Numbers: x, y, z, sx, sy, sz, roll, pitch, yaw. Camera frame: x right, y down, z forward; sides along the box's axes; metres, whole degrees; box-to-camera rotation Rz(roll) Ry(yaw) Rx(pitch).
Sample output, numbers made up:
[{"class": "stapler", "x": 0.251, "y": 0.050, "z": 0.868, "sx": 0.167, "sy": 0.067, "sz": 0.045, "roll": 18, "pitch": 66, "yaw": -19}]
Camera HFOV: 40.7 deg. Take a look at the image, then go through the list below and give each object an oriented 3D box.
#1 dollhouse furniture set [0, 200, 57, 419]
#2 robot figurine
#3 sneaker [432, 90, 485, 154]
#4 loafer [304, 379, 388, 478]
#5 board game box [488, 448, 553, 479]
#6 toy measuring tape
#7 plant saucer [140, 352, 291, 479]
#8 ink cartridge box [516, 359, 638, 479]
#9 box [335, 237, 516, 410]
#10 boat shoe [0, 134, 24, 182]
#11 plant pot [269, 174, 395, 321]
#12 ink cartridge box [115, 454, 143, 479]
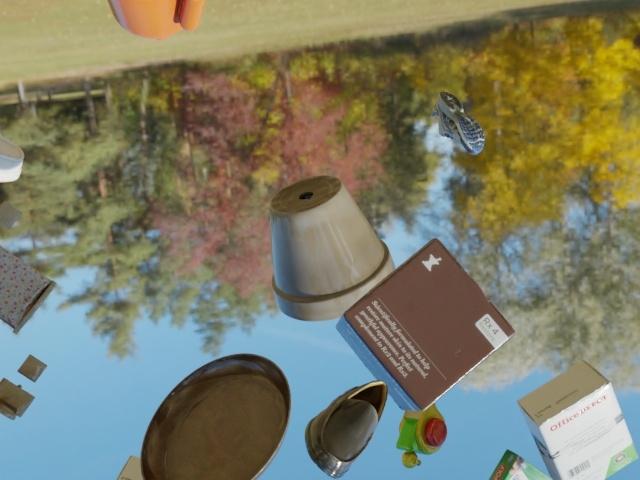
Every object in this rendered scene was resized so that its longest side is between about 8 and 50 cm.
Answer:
[{"class": "dollhouse furniture set", "x": -0.641, "y": 0.145, "z": 1.790, "sx": 0.355, "sy": 0.303, "sz": 0.174, "roll": -55, "pitch": -163, "yaw": -12}, {"class": "robot figurine", "x": -0.219, "y": -0.344, "z": 1.102, "sx": 0.128, "sy": 0.158, "sz": 0.219, "roll": -15, "pitch": 165, "yaw": -4}, {"class": "sneaker", "x": 0.241, "y": -0.197, "z": 1.521, "sx": 0.052, "sy": 0.135, "sz": 0.058, "roll": -5, "pitch": 145, "yaw": -34}, {"class": "loafer", "x": 0.030, "y": 0.188, "z": 0.895, "sx": 0.061, "sy": 0.062, "sz": 0.170, "roll": -46, "pitch": -179, "yaw": 17}, {"class": "board game box", "x": 0.490, "y": 0.650, "z": 2.000, "sx": 0.317, "sy": 0.213, "sz": 0.046, "roll": 38, "pitch": 171, "yaw": -26}, {"class": "toy measuring tape", "x": 0.277, "y": 0.418, "z": 2.155, "sx": 0.121, "sy": 0.121, "sz": 0.330, "roll": 2, "pitch": -122, "yaw": 38}, {"class": "plant saucer", "x": -0.180, "y": 0.343, "z": 1.538, "sx": 0.310, "sy": 0.050, "sz": 0.311, "roll": -19, "pitch": -139, "yaw": 17}, {"class": "ink cartridge box", "x": 0.490, "y": 0.360, "z": 1.643, "sx": 0.160, "sy": 0.219, "sz": 0.092, "roll": -30, "pitch": -152, "yaw": -4}, {"class": "box", "x": 0.138, "y": 0.125, "z": 1.214, "sx": 0.167, "sy": 0.168, "sz": 0.203, "roll": -38, "pitch": 173, "yaw": -8}, {"class": "boat shoe", "x": -0.457, "y": -0.155, "z": 1.026, "sx": 0.098, "sy": 0.096, "sz": 0.277, "roll": 45, "pitch": -170, "yaw": 37}, {"class": "plant pot", "x": 0.000, "y": 0.000, "z": 2.184, "sx": 0.323, "sy": 0.280, "sz": 0.323, "roll": -15, "pitch": -152, "yaw": 8}, {"class": "ink cartridge box", "x": -0.413, "y": 0.693, "z": 2.178, "sx": 0.198, "sy": 0.273, "sz": 0.115, "roll": 15, "pitch": -143, "yaw": 7}]
